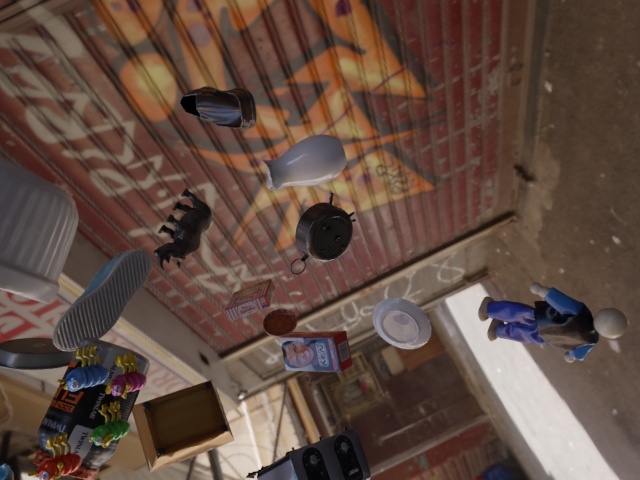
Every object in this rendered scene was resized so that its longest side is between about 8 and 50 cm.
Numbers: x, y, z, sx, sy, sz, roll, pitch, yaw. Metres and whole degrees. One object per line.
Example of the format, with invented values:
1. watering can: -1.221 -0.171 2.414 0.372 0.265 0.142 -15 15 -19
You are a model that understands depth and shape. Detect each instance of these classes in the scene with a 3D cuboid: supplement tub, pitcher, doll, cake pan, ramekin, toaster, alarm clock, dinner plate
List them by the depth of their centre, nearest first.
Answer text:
1. ramekin: -0.345 -0.024 0.548 0.207 0.207 0.109 90 -160 -75
2. doll: 0.303 0.106 0.736 0.189 0.046 0.129 -4 120 50
3. toaster: -0.020 0.458 1.082 0.186 0.168 0.110 -47 59 43
4. alarm clock: 0.000 0.000 1.229 0.064 0.192 0.129 33 171 48
5. dinner plate: 0.182 0.193 1.266 0.141 0.141 0.017 64 -145 -15
6. pitcher: -0.046 -0.192 1.460 0.178 0.207 0.126 140 108 -79
7. supplement tub: -0.622 0.454 1.516 0.207 0.207 0.338 64 -141 -59
8. cake pan: -1.023 0.404 2.005 0.293 0.293 0.054 -100 16 -89

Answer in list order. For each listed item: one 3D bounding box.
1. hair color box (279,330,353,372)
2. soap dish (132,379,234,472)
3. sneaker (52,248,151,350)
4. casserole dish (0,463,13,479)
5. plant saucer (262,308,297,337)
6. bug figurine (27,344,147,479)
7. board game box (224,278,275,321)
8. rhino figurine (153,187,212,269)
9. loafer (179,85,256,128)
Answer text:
1. hair color box: -0.010 0.216 1.085 0.043 0.141 0.072 -16 -85 -50
2. soap dish: -0.457 0.605 1.860 0.229 0.290 0.118 64 150 24
3. sneaker: -0.664 0.177 1.699 0.135 0.366 0.150 50 161 -23
4. casserole dish: -0.814 0.634 1.352 0.037 0.188 0.114 47 172 -29
5. plant saucer: -0.096 0.199 1.331 0.083 0.083 0.013 -115 14 -47
6. bug figurine: -0.431 0.331 1.060 0.072 0.279 0.216 26 -168 23
7. board game box: -0.235 0.201 1.893 0.193 0.146 0.045 -91 -20 -77
8. rhino figurine: -0.349 -0.019 1.411 0.106 0.073 0.243 32 -134 -16
9. loafer: -0.344 -0.430 1.836 0.366 0.130 0.134 18 122 46
